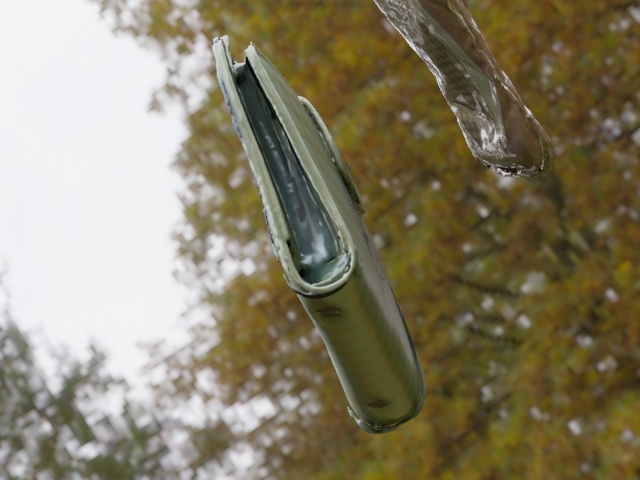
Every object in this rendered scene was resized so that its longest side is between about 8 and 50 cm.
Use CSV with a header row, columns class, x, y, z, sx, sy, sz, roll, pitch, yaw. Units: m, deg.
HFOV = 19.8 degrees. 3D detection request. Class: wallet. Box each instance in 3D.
class,x,y,z,sx,sy,sz,roll,pitch,yaw
wallet,0.000,0.000,1.345,0.077,0.223,0.309,-19,-26,2

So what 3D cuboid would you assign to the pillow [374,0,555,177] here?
class,x,y,z,sx,sy,sz,roll,pitch,yaw
pillow,0.099,-0.135,1.360,0.034,0.211,0.135,-38,12,-16
